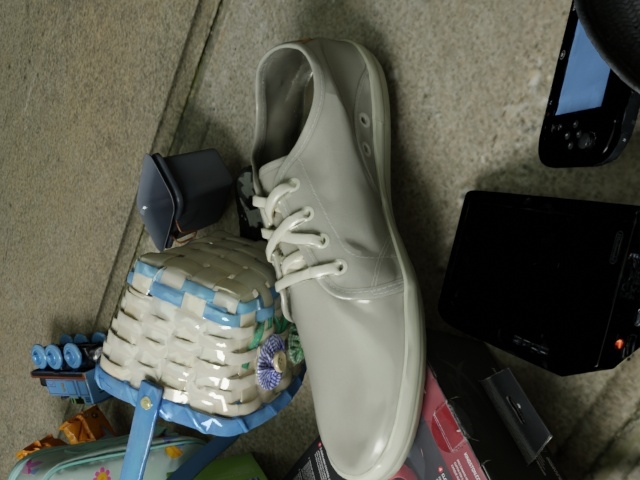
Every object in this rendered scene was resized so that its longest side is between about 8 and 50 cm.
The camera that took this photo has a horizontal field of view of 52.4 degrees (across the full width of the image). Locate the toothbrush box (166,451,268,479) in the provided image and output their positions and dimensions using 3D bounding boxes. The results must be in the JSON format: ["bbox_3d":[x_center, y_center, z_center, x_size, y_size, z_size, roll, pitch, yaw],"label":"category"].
[{"bbox_3d":[-0.095,0.387,0.733,0.283,0.122,0.206,166,95,-75],"label":"toothbrush box"}]

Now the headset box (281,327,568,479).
[{"bbox_3d":[0.098,0.242,0.614,0.293,0.110,0.218,-56,36,27],"label":"headset box"}]

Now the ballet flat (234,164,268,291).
[{"bbox_3d":[-0.075,-0.008,0.817,0.057,0.049,0.173,1,102,13],"label":"ballet flat"}]

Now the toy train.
[{"bbox_3d":[-0.400,0.209,1.056,0.184,0.080,0.105,-9,96,37],"label":"toy train"}]

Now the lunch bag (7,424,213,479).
[{"bbox_3d":[-0.265,0.364,0.850,0.107,0.279,0.224,-11,78,37],"label":"lunch bag"}]

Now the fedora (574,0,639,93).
[{"bbox_3d":[0.280,-0.216,0.342,0.333,0.152,0.334,-16,57,27],"label":"fedora"}]

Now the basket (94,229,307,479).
[{"bbox_3d":[-0.128,0.149,0.728,0.201,0.254,0.289,22,110,15],"label":"basket"}]

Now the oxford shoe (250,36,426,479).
[{"bbox_3d":[0.000,0.000,0.631,0.169,0.130,0.450,-25,65,49],"label":"oxford shoe"}]

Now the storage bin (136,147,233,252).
[{"bbox_3d":[-0.166,-0.052,0.820,0.098,0.091,0.135,59,150,17],"label":"storage bin"}]

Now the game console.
[{"bbox_3d":[0.203,-0.080,0.541,0.213,0.043,0.362,-162,85,-68],"label":"game console"}]

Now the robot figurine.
[{"bbox_3d":[-0.340,0.418,1.000,0.211,0.085,0.291,-34,82,18],"label":"robot figurine"}]
